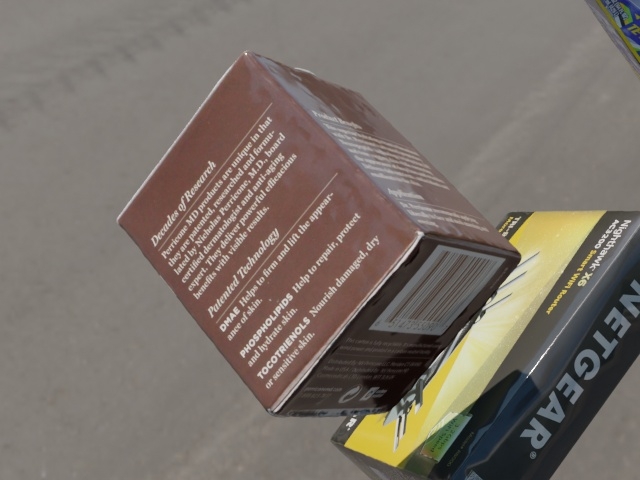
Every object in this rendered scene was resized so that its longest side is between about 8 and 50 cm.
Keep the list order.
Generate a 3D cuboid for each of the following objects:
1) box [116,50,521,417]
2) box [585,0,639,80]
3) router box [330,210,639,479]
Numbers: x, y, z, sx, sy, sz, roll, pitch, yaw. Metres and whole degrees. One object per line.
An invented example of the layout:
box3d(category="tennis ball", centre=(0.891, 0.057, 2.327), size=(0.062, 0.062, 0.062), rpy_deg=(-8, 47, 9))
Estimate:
box3d(category="box", centre=(0.000, 0.000, 0.957), size=(0.203, 0.167, 0.168), rpy_deg=(48, 19, 27))
box3d(category="box", centre=(0.203, -0.094, 0.707), size=(0.054, 0.169, 0.059), rpy_deg=(-37, 11, 10))
box3d(category="router box", centre=(0.173, 0.109, 1.219), size=(0.309, 0.081, 0.243), rpy_deg=(-51, 18, -15))
